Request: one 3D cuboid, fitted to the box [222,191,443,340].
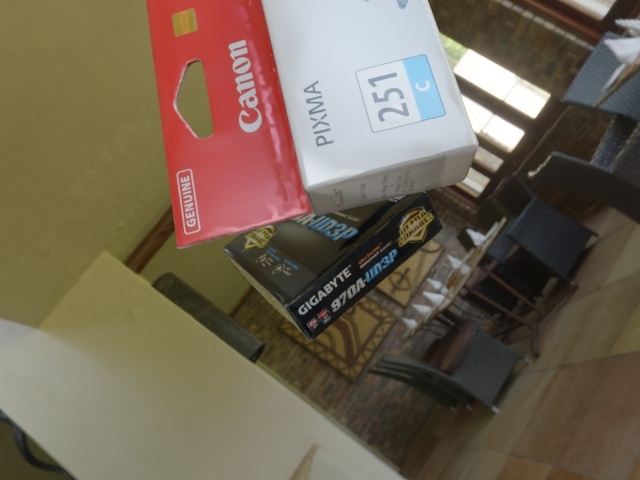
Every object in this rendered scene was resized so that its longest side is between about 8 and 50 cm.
[{"bbox_3d":[0.000,0.000,0.574,0.175,0.051,0.220,-38,26,-12],"label":"box"}]

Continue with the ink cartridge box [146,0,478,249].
[{"bbox_3d":[-0.033,-0.164,0.462,0.260,0.297,0.066,-14,-19,2],"label":"ink cartridge box"}]
